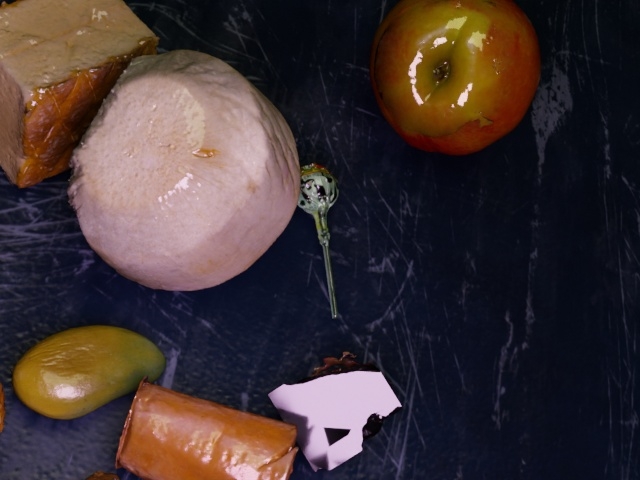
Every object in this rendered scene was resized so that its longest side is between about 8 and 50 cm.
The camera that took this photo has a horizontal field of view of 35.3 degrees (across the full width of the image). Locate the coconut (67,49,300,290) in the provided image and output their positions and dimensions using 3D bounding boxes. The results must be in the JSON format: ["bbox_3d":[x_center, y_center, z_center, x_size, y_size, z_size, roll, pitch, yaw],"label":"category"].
[{"bbox_3d":[-0.228,-0.107,1.673,0.344,0.415,0.415,41,54,15],"label":"coconut"}]

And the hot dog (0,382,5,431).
[{"bbox_3d":[-0.622,0.244,1.333,0.387,0.267,0.174,4,87,-27],"label":"hot dog"}]

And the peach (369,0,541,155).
[{"bbox_3d":[0.275,-0.343,2.022,0.369,0.370,0.370,10,57,-15],"label":"peach"}]

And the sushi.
[{"bbox_3d":[0.035,0.265,1.648,0.172,0.150,0.153,-32,85,3],"label":"sushi"}]

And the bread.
[{"bbox_3d":[-0.451,-0.277,1.733,0.279,0.279,0.207,-34,73,-32],"label":"bread"}]

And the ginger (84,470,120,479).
[{"bbox_3d":[-0.239,0.456,1.458,0.309,0.107,0.133,39,26,6],"label":"ginger"}]

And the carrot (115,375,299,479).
[{"bbox_3d":[-0.177,0.328,1.513,0.254,0.196,0.196,20,55,-2],"label":"carrot"}]

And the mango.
[{"bbox_3d":[-0.365,0.198,1.581,0.237,0.091,0.137,-22,74,-36],"label":"mango"}]

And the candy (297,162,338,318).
[{"bbox_3d":[0.000,0.000,1.859,0.091,0.083,0.306,1,67,-22],"label":"candy"}]
